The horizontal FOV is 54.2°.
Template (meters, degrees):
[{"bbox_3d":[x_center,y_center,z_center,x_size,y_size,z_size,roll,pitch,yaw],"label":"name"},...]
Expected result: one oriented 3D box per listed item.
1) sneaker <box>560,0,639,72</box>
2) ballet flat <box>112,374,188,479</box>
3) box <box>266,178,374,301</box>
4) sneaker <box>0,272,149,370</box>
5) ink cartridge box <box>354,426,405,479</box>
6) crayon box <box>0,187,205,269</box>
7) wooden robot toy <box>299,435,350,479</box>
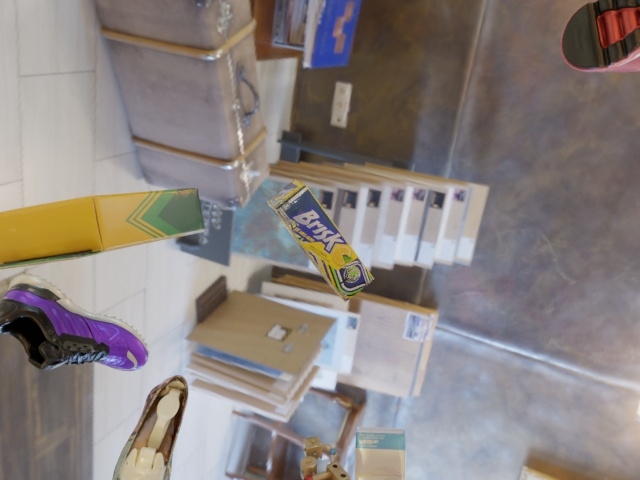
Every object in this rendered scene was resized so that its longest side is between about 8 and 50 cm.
[{"bbox_3d":[0.483,-0.294,0.805,0.136,0.313,0.116,-2,86,-50],"label":"sneaker"},{"bbox_3d":[-0.229,0.280,0.856,0.222,0.076,0.079,-80,-167,-45],"label":"ballet flat"},{"bbox_3d":[0.000,0.000,0.851,0.054,0.059,0.169,-39,111,-4],"label":"box"},{"bbox_3d":[-0.468,0.194,1.166,0.102,0.293,0.146,-46,-157,26],"label":"sneaker"},{"bbox_3d":[0.107,0.416,1.128,0.092,0.089,0.143,64,28,-77],"label":"ink cartridge box"},{"bbox_3d":[-0.352,-0.023,0.972,0.323,0.202,0.083,-22,104,-69],"label":"crayon box"},{"bbox_3d":[0.010,0.401,1.010,0.076,0.173,0.079,-13,117,-28],"label":"wooden robot toy"}]
